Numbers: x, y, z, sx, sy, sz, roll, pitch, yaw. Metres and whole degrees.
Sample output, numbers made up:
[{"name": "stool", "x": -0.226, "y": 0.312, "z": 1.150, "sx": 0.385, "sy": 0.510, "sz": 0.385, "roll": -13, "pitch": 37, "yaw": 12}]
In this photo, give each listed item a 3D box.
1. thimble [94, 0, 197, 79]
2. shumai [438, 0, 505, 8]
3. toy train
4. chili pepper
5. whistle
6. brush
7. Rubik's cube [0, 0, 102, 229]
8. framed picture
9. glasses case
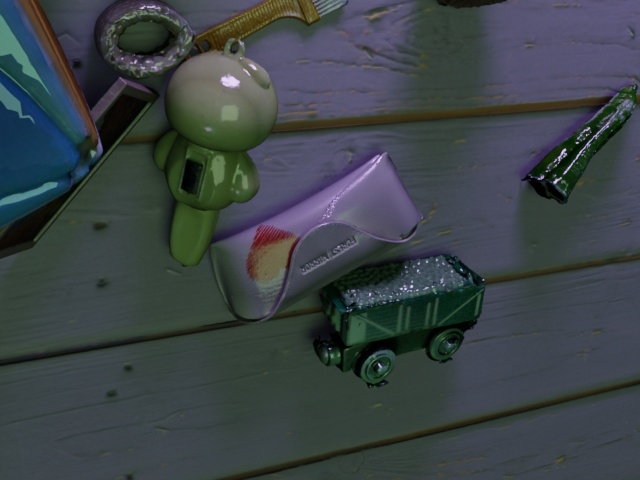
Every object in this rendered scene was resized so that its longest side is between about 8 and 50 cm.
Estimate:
[{"name": "thimble", "x": -0.198, "y": -0.230, "z": 0.903, "sx": 0.110, "sy": 0.062, "sz": 0.084, "roll": -7, "pitch": 119, "yaw": -21}, {"name": "shumai", "x": 0.194, "y": -0.359, "z": 0.998, "sx": 0.145, "sy": 0.145, "sz": 0.116, "roll": -3, "pitch": 94, "yaw": -23}, {"name": "toy train", "x": 0.122, "y": 0.117, "z": 1.188, "sx": 0.269, "sy": 0.115, "sz": 0.154, "roll": -9, "pitch": 123, "yaw": -19}, {"name": "chili pepper", "x": 0.409, "y": -0.158, "z": 1.215, "sx": 0.227, "sy": 0.088, "sz": 0.059, "roll": -48, "pitch": 127, "yaw": -7}, {"name": "whistle", "x": -0.129, "y": -0.110, "z": 0.977, "sx": 0.141, "sy": 0.141, "sz": 0.294, "roll": -4, "pitch": 135, "yaw": -22}, {"name": "brush", "x": -0.072, "y": -0.273, "z": 0.970, "sx": 0.218, "sy": 0.010, "sz": 0.083, "roll": -31, "pitch": 124, "yaw": -6}, {"name": "Rubik's cube", "x": -0.419, "y": -0.173, "z": 0.660, "sx": 0.351, "sy": 0.347, "sz": 0.352, "roll": -30, "pitch": 123, "yaw": -8}, {"name": "framed picture", "x": -0.277, "y": -0.077, "z": 0.882, "sx": 0.016, "sy": 0.184, "sz": 0.250, "roll": 40, "pitch": 93, "yaw": -5}, {"name": "glasses case", "x": -0.001, "y": -0.002, "z": 1.091, "sx": 0.308, "sy": 0.083, "sz": 0.128, "roll": -29, "pitch": 123, "yaw": -9}]
